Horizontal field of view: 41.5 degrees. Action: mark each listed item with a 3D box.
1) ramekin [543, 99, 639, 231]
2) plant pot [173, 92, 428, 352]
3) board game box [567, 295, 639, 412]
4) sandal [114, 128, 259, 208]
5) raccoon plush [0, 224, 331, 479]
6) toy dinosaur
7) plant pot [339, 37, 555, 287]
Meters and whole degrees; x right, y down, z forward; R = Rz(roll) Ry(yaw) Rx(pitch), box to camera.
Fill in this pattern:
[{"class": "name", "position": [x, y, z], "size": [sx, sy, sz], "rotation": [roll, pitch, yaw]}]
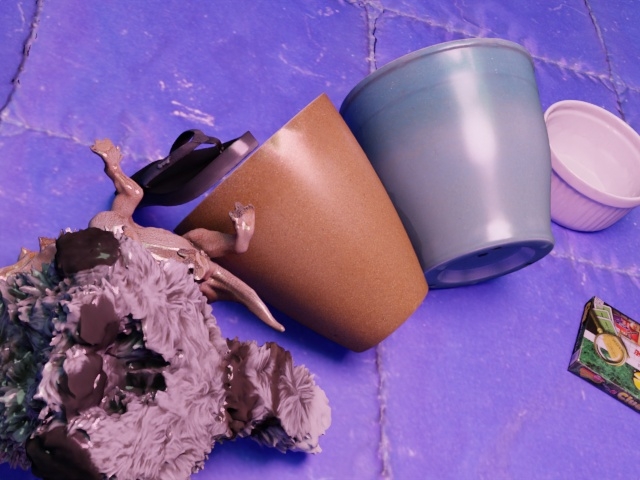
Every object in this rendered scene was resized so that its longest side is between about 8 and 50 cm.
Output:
[{"class": "ramekin", "position": [0.414, -0.111, 1.334], "size": [0.207, 0.109, 0.207], "rotation": [13, 50, -15]}, {"class": "plant pot", "position": [0.000, 0.000, 0.994], "size": [0.254, 0.237, 0.237], "rotation": [48, 47, -7]}, {"class": "board game box", "position": [0.472, 0.193, 1.171], "size": [0.259, 0.030, 0.136], "rotation": [31, 49, 1]}, {"class": "sandal", "position": [-0.167, -0.081, 0.948], "size": [0.097, 0.254, 0.054], "rotation": [-48, 115, -35]}, {"class": "raccoon plush", "position": [-0.228, 0.165, 0.806], "size": [0.446, 0.299, 0.216], "rotation": [47, 44, -44]}, {"class": "toy dinosaur", "position": [-0.183, 0.032, 0.880], "size": [0.295, 0.200, 0.127], "rotation": [22, 46, -12]}, {"class": "plant pot", "position": [0.183, -0.082, 1.113], "size": [0.271, 0.271, 0.255], "rotation": [-3, 69, -27]}]
